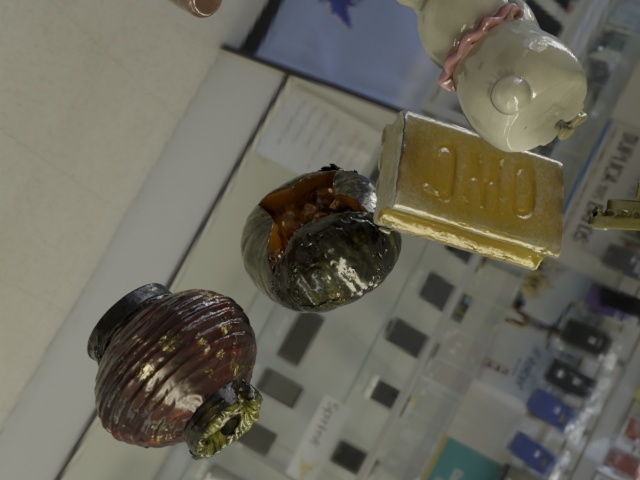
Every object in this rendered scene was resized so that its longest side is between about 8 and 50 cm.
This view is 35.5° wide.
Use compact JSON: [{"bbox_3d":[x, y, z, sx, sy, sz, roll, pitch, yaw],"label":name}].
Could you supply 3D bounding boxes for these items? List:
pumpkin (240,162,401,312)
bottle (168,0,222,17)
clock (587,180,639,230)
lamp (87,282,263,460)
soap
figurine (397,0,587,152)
[{"bbox_3d":[0.000,0.000,1.890,0.320,0.321,0.192,-49,131,-30],"label":"pumpkin"},{"bbox_3d":[-0.173,-0.312,1.200,0.053,0.140,0.053,-25,134,-29],"label":"bottle"},{"bbox_3d":[0.383,-0.030,0.978,0.237,0.237,0.057,0,95,-62],"label":"clock"},{"bbox_3d":[-0.188,0.176,1.336,0.247,0.247,0.247,-43,146,-38],"label":"lamp"},{"bbox_3d":[0.220,-0.071,1.472,0.089,0.274,0.173,138,-36,-59],"label":"soap"},{"bbox_3d":[0.171,-0.209,1.048,0.155,0.235,0.127,-5,142,-42],"label":"figurine"}]
